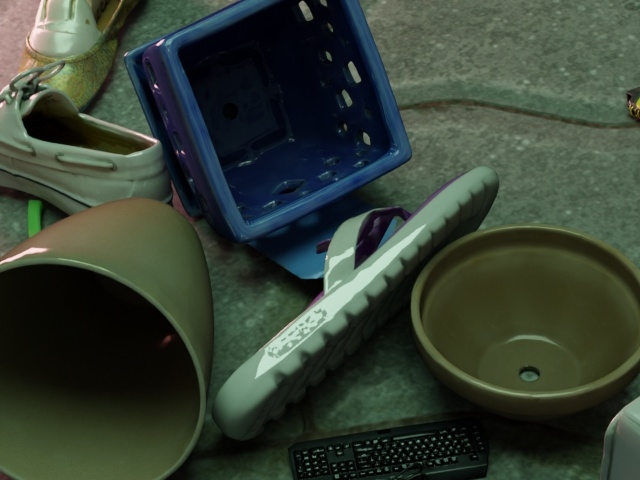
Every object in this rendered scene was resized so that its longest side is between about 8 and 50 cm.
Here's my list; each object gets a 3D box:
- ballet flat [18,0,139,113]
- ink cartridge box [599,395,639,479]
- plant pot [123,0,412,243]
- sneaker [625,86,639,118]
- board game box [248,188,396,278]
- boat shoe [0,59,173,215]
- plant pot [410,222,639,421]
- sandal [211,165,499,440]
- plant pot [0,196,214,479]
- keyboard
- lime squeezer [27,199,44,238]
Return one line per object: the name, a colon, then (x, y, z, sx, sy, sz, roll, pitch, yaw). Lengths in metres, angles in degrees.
ballet flat: (-0.305, -0.291, 2.012, 0.123, 0.123, 0.348, 8, 44, 13)
ink cartridge box: (0.409, 0.291, 1.204, 0.166, 0.285, 0.395, -30, 49, -27)
plant pot: (-0.072, -0.150, 1.741, 0.236, 0.236, 0.212, -27, 14, -21)
sneaker: (0.384, -0.153, 1.876, 0.035, 0.031, 0.083, -14, 38, 10)
board game box: (0.000, 0.000, 1.736, 0.133, 0.033, 0.168, -33, 43, -26)
boat shoe: (-0.319, -0.134, 1.797, 0.367, 0.156, 0.136, 26, 39, 32)
plant pot: (0.207, 0.100, 1.554, 0.237, 0.110, 0.237, -2, 42, 2)
sandal: (0.031, 0.032, 1.586, 0.102, 0.169, 0.416, 42, 58, 14)
plant pot: (-0.208, 0.072, 1.549, 0.256, 0.256, 0.274, 3, 26, 8)
keyboard: (0.068, 0.209, 1.502, 0.192, 0.038, 0.100, -9, 43, -4)
lime squeezer: (-0.345, 0.054, 1.687, 0.110, 0.059, 0.310, 14, 47, 18)
